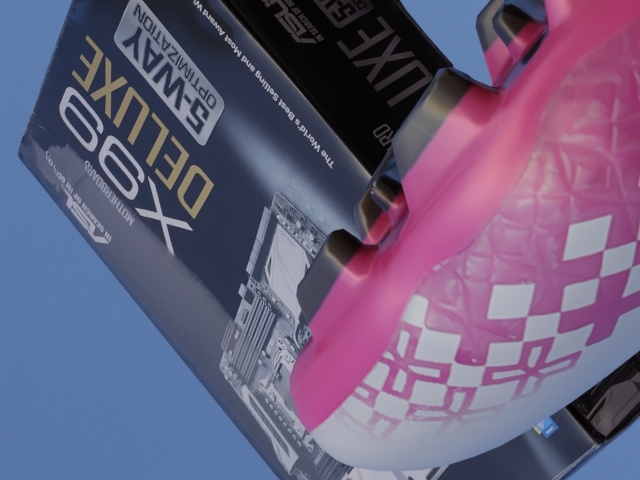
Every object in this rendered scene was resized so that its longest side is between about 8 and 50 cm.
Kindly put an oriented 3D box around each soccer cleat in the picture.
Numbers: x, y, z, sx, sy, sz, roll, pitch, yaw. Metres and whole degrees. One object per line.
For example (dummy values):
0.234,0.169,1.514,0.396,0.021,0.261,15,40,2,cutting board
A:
0.132,-0.054,0.359,0.143,0.331,0.116,40,-164,-1,soccer cleat

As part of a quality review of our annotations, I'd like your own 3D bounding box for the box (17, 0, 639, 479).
0.000,0.000,0.886,0.076,0.242,0.307,-34,-100,-31,box
